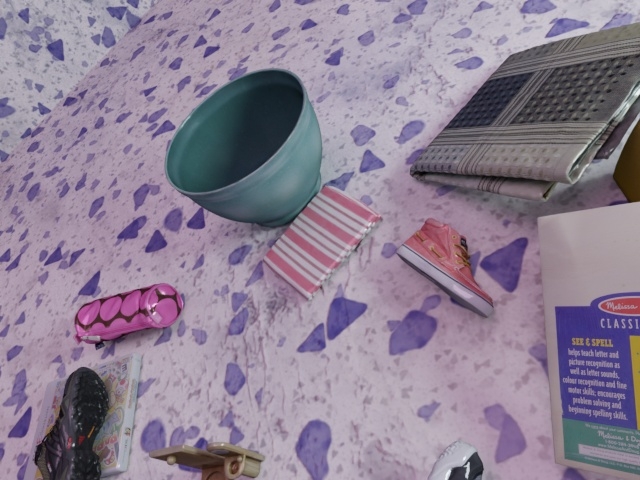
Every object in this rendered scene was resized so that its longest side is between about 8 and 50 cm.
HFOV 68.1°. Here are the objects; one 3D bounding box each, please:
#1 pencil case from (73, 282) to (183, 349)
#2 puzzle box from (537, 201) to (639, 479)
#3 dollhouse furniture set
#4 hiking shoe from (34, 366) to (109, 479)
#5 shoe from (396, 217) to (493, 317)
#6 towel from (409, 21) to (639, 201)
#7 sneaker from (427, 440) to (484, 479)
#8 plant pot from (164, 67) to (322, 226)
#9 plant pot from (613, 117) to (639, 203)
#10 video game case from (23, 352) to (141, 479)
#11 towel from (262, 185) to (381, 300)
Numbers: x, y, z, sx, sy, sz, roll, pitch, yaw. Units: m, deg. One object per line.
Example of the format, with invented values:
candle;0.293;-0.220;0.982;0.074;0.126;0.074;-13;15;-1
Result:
pencil case;-0.375;0.147;0.918;0.209;0.095;0.098;-18;16;21
puzzle box;0.402;0.084;0.394;0.408;0.052;0.272;-8;78;46
dollhouse furniture set;-0.133;0.351;0.612;0.144;0.123;0.151;-19;51;18
hiking shoe;-0.430;0.326;0.792;0.114;0.086;0.227;-22;51;12
shoe;0.193;0.032;0.685;0.081;0.063;0.178;-49;44;-1
towel;0.327;-0.194;0.716;0.312;0.056;0.324;-48;25;-10
sneaker;0.160;0.352;0.462;0.153;0.101;0.269;8;69;33
plant pot;-0.115;-0.148;0.900;0.292;0.196;0.293;-15;52;20
plant pot;0.483;-0.095;0.522;0.212;0.187;0.212;-20;51;18
video game case;-0.434;0.333;0.866;0.226;0.026;0.207;-21;51;16
towel;0.000;0.000;0.847;0.197;0.029;0.144;-49;48;-5
